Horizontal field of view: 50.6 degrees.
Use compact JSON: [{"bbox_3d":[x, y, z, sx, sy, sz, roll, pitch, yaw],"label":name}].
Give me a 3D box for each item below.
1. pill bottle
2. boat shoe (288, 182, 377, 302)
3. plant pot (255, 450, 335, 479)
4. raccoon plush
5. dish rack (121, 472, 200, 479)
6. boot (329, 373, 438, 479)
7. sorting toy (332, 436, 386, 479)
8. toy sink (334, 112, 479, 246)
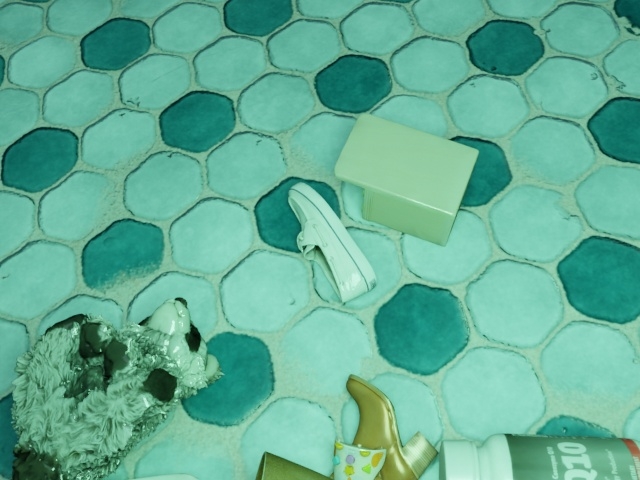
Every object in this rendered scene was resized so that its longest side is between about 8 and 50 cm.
[{"bbox_3d":[0.318,0.361,0.969,0.282,0.161,0.161,0,60,5],"label":"pill bottle"},{"bbox_3d":[0.000,0.000,1.243,0.084,0.095,0.258,-29,61,-16],"label":"boat shoe"},{"bbox_3d":[0.016,0.438,0.936,0.254,0.237,0.237,13,62,-3],"label":"plant pot"},{"bbox_3d":[-0.350,0.280,1.058,0.216,0.299,0.446,42,89,15],"label":"raccoon plush"},{"bbox_3d":[-0.290,0.528,0.984,0.285,0.072,0.333,-8,60,0],"label":"dish rack"},{"bbox_3d":[0.068,0.321,1.070,0.152,0.073,0.197,-41,59,-10],"label":"boot"},{"bbox_3d":[0.049,0.344,1.017,0.083,0.045,0.075,7,88,25],"label":"sorting toy"},{"bbox_3d":[0.155,-0.112,1.272,0.234,0.131,0.153,20,64,10],"label":"toy sink"}]
